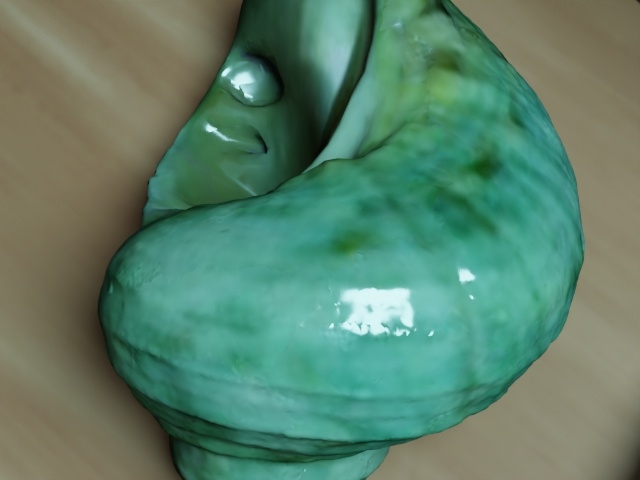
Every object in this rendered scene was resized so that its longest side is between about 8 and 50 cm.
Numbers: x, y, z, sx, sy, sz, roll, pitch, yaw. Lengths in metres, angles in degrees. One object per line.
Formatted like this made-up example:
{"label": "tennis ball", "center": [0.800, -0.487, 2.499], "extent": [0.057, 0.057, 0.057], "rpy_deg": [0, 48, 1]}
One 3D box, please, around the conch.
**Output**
{"label": "conch", "center": [0.003, -0.001, 0.487], "extent": [0.175, 0.122, 0.188], "rpy_deg": [22, 68, 40]}
